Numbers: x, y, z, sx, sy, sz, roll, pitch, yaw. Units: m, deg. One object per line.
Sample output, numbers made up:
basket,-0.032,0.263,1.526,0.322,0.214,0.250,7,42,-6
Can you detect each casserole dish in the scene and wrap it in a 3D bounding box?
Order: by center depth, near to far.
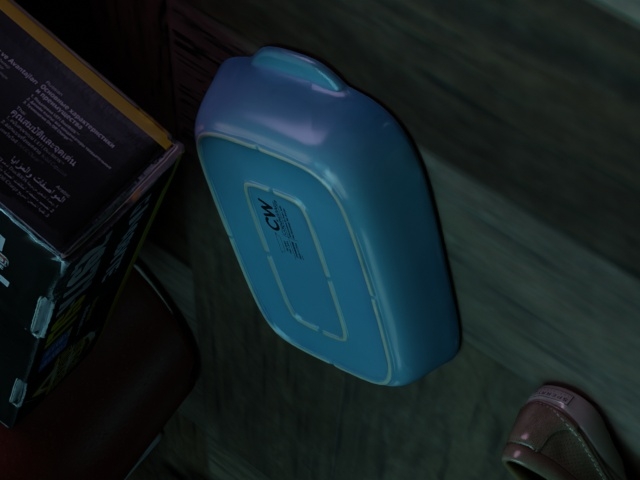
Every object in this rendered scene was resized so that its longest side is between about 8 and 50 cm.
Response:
casserole dish,0.000,0.000,0.540,0.114,0.037,0.188,22,145,34

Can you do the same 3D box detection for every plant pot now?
plant pot,-0.237,0.116,0.765,0.272,0.265,0.272,32,152,19

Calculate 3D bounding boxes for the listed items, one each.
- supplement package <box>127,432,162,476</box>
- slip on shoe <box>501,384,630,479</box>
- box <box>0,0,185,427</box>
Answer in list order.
supplement package,-0.304,0.161,0.993,0.262,0.198,0.199,42,152,1
slip on shoe,0.124,0.126,0.546,0.051,0.041,0.135,5,135,50
box,-0.229,-0.068,0.567,0.322,0.079,0.257,40,150,2
